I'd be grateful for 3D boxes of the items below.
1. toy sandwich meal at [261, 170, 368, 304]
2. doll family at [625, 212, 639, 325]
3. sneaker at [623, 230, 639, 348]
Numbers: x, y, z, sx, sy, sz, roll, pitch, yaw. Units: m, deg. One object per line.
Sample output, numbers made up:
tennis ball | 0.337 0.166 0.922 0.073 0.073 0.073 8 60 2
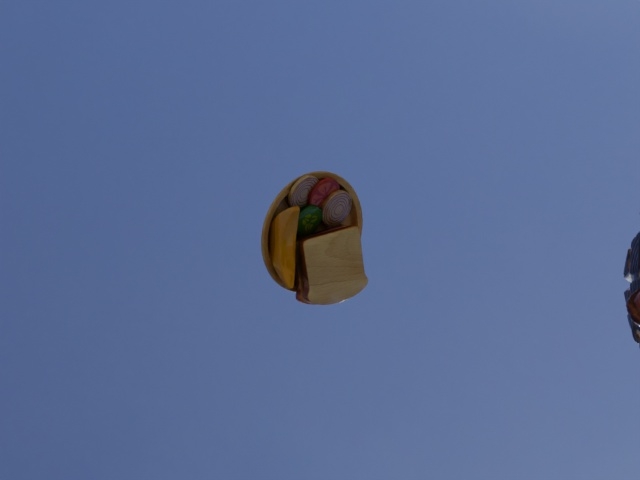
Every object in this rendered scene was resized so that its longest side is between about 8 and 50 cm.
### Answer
toy sandwich meal | 0.000 0.000 0.882 0.086 0.085 0.029 -11 -159 -35
doll family | 0.245 -0.015 0.875 0.193 0.111 0.076 -22 -106 -35
sneaker | 0.312 0.031 1.037 0.110 0.107 0.275 0 172 -23
